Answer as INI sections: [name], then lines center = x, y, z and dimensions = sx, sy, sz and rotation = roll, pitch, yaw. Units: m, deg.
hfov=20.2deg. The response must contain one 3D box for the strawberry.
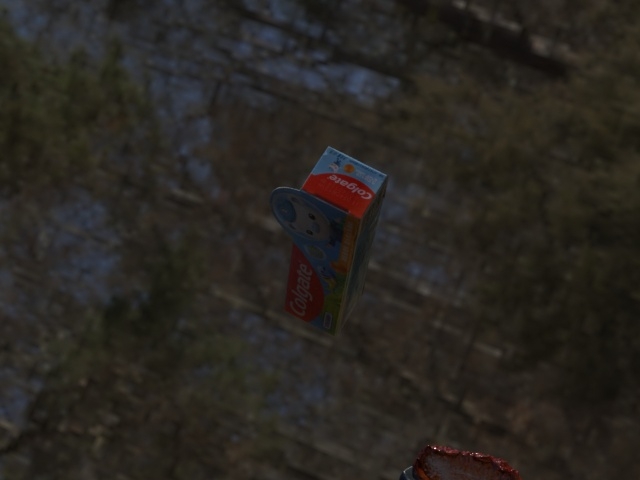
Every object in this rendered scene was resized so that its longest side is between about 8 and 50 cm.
[strawberry]
center = 0.177, 0.286, 2.063
dimensions = 0.104, 0.152, 0.048
rotation = -57, -19, 14

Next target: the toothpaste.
[toothpaste]
center = 0.000, 0.000, 1.327
dimensions = 0.044, 0.070, 0.193
rotation = -58, -10, -27

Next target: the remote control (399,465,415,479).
[remote control]
center = 0.182, 0.369, 2.305
dimensions = 0.059, 0.212, 0.028
rotation = -9, -41, -47
